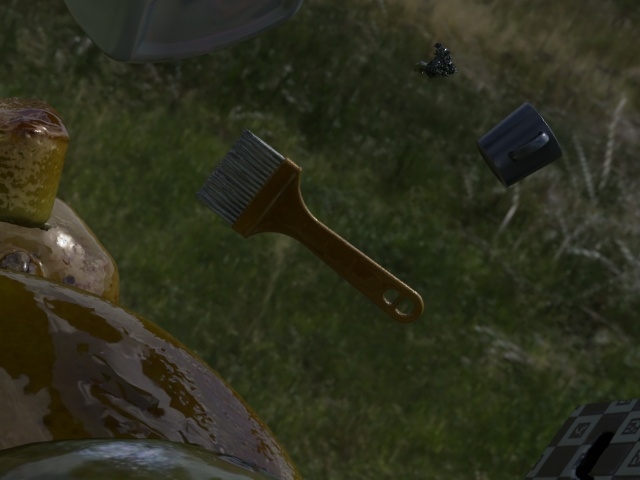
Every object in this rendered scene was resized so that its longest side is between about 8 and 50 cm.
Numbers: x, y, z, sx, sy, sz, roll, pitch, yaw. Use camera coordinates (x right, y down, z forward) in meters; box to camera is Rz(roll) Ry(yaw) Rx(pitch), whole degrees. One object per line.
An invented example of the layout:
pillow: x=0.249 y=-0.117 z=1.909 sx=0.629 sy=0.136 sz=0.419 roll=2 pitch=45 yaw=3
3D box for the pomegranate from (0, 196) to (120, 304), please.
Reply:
pomegranate: x=-0.508 y=0.084 z=1.882 sx=0.410 sy=0.410 sz=0.410 roll=27 pitch=17 yaw=-9

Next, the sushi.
sushi: x=0.376 y=0.360 z=1.592 sx=0.064 sy=0.359 sz=0.343 roll=46 pitch=-25 yaw=-9

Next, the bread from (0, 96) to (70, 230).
bread: x=-0.262 y=-0.072 z=0.938 sx=0.102 sy=0.094 sz=0.245 roll=12 pitch=5 yaw=-19

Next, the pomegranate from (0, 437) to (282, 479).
pomegranate: x=-0.062 y=0.242 z=0.497 sx=0.323 sy=0.291 sz=0.291 roll=37 pitch=11 yaw=-30

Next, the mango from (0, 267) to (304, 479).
mango: x=-0.198 y=0.186 z=0.910 sx=0.445 sy=0.220 sz=0.301 roll=36 pitch=44 yaw=18

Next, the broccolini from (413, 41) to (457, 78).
broccolini: x=0.174 y=-0.257 z=1.776 sx=0.052 sy=0.054 sz=0.194 roll=27 pitch=0 yaw=-4

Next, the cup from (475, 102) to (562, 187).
cup: x=0.235 y=-0.110 z=1.389 sx=0.078 sy=0.077 sz=0.100 roll=55 pitch=2 yaw=-6

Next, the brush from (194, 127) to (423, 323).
brush: x=0.000 y=0.000 z=1.254 sx=0.272 sy=0.103 sz=0.013 roll=38 pitch=23 yaw=-5

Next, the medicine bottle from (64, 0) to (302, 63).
medicine bottle: x=-0.125 y=-0.261 z=0.734 sx=0.161 sy=0.111 sz=0.296 roll=-19 pitch=70 yaw=-28
